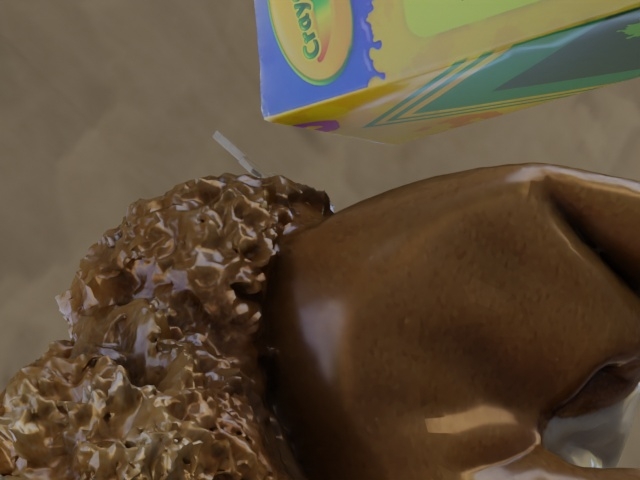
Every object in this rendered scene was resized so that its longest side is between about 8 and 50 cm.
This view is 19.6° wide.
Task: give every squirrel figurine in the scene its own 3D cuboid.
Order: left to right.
[{"bbox_3d":[0.016,0.162,0.919,0.397,0.281,0.371,16,-117,-12],"label":"squirrel figurine"}]

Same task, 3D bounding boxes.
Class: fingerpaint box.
[{"bbox_3d":[0.128,-0.321,1.204,0.163,0.371,0.445,7,-107,-52],"label":"fingerpaint box"}]

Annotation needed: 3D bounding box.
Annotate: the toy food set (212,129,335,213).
[{"bbox_3d":[0.000,0.000,1.282,0.192,0.132,0.038,35,-86,-24],"label":"toy food set"}]
